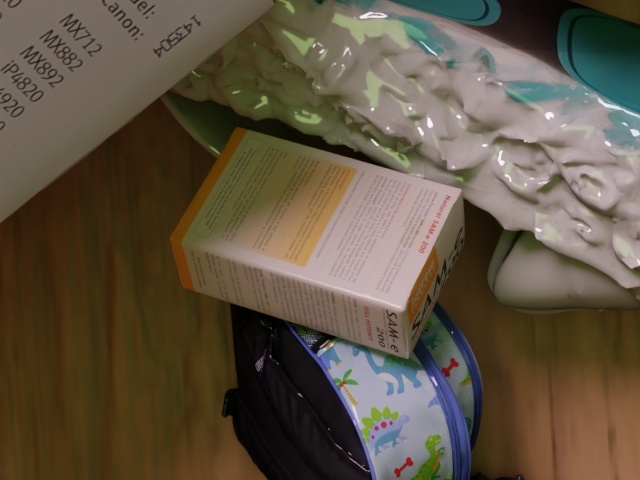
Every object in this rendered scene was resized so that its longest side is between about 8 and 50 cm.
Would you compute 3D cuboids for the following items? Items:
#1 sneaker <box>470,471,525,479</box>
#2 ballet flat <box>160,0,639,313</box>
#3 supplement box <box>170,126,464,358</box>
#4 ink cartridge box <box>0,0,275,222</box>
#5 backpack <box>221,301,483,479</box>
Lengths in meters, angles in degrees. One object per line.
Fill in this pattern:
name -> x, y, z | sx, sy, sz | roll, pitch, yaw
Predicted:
sneaker -> 0.011, 0.173, 0.727 | 0.234, 0.078, 0.106 | -15, 119, -14
ballet flat -> 0.066, -0.049, 0.705 | 0.409, 0.147, 0.147 | 26, 92, 3
supplement box -> 0.000, 0.000, 0.652 | 0.098, 0.036, 0.062 | 17, 56, 18
ink cartridge box -> -0.158, -0.159, 0.607 | 0.272, 0.130, 0.309 | -38, 49, 3
backpack -> 0.019, 0.068, 0.690 | 0.084, 0.105, 0.114 | -19, 47, -21
